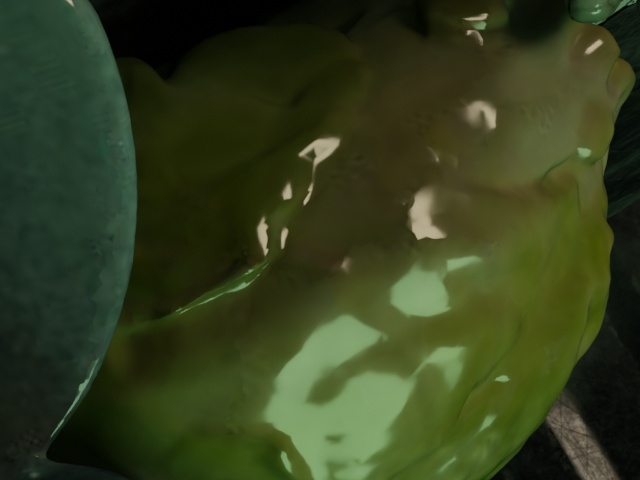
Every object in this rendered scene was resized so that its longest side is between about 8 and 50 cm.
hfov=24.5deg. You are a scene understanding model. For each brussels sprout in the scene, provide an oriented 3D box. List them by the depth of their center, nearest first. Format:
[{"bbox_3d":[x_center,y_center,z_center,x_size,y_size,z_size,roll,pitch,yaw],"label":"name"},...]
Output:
[{"bbox_3d":[-0.003,0.011,0.692,0.316,0.242,0.274,-31,144,-20],"label":"brussels sprout"}]

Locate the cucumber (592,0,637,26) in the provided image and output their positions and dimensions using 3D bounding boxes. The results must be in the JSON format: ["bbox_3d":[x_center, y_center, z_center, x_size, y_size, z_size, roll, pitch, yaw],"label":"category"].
[{"bbox_3d":[0.161,-0.146,0.948,0.134,0.033,0.034,-32,-157,16],"label":"cucumber"}]

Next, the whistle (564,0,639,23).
[{"bbox_3d":[0.123,-0.145,0.606,0.077,0.114,0.235,6,-169,24],"label":"whistle"}]

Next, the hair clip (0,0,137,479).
[{"bbox_3d":[-0.161,0.159,0.457,0.318,0.392,0.238,-16,-148,0],"label":"hair clip"}]
